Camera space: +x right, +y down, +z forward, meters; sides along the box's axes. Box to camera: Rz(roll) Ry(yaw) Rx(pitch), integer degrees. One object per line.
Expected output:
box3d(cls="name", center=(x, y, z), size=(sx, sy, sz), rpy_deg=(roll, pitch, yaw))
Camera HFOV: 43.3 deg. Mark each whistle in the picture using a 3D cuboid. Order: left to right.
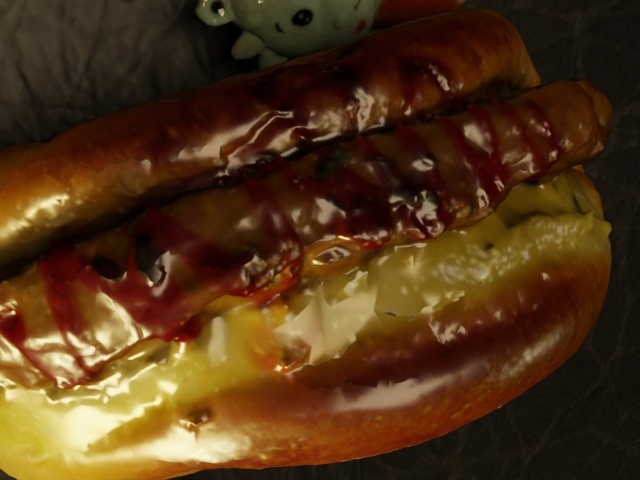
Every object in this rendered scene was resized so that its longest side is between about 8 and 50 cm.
box3d(cls="whistle", center=(0.038, -0.177, 0.500), size=(0.253, 0.105, 0.101), rpy_deg=(-26, 154, -22))

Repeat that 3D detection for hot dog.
box3d(cls="hot dog", center=(-0.001, -0.002, 0.427), size=(0.405, 0.223, 0.185), rpy_deg=(-21, 99, -20))
